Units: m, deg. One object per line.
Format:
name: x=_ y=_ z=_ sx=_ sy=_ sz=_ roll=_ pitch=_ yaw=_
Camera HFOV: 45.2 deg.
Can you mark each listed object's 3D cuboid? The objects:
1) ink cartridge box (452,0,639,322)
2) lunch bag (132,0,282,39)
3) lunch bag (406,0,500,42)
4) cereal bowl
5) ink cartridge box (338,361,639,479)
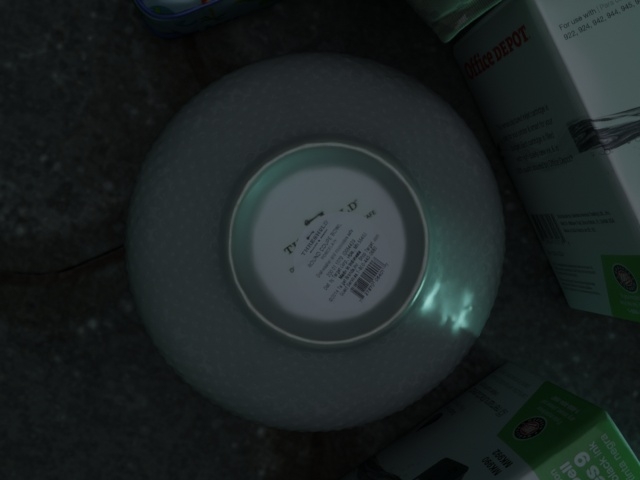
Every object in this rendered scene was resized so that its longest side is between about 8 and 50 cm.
ink cartridge box: x=0.236 y=-0.080 z=0.637 sx=0.114 sy=0.198 sz=0.273 roll=-26 pitch=93 yaw=-5
lunch bag: x=-0.079 y=-0.288 z=0.661 sx=0.218 sy=0.090 sz=0.176 roll=-24 pitch=93 yaw=-5
lunch bag: x=0.087 y=-0.314 z=0.569 sx=0.169 sy=0.287 sz=0.235 roll=-32 pitch=108 yaw=30
cereal bowl: x=0.000 y=0.000 z=0.646 sx=0.338 sy=0.141 sz=0.339 roll=0 pitch=89 yaw=-5
ink cartridge box: x=0.100 y=0.241 z=0.620 sx=0.289 sy=0.211 sz=0.122 roll=-34 pitch=94 yaw=-4
